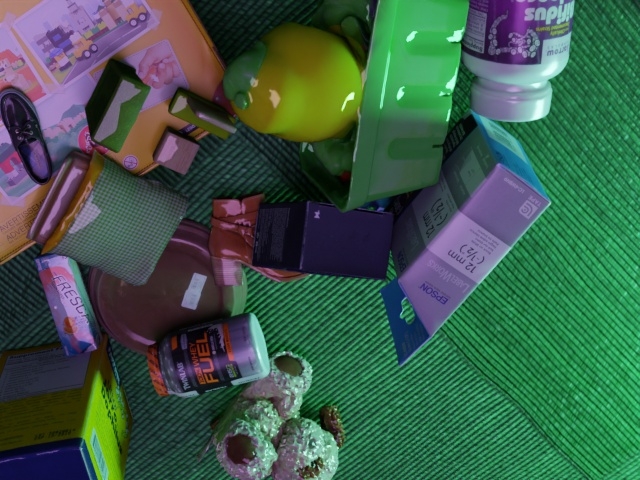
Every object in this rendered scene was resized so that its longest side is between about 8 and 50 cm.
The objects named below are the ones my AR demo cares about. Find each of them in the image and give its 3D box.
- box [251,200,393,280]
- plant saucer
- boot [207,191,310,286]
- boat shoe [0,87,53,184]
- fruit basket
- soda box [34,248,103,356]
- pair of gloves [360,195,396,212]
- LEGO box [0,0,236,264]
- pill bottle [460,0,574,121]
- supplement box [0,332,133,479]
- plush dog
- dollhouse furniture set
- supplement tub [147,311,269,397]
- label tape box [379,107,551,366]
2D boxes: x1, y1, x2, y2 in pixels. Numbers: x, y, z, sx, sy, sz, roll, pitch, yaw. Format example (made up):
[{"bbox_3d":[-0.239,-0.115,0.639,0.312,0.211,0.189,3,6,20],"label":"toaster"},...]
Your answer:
[{"bbox_3d":[0.000,0.000,1.903,0.153,0.207,0.108,8,87,-23],"label":"box"},{"bbox_3d":[-0.264,0.090,2.060,0.277,0.041,0.278,-1,115,-3],"label":"plant saucer"},{"bbox_3d":[-0.091,-0.006,2.007,0.197,0.073,0.152,-5,99,-22],"label":"boot"},{"bbox_3d":[-0.404,-0.142,1.650,0.049,0.040,0.142,-23,114,-7],"label":"boat shoe"},{"bbox_3d":[0.011,-0.238,1.761,0.392,0.283,0.392,-7,114,-17],"label":"fruit basket"},{"bbox_3d":[-0.425,0.099,2.022,0.058,0.063,0.183,-14,104,3],"label":"soda box"},{"bbox_3d":[0.093,-0.122,1.985,0.159,0.023,0.198,-5,116,1],"label":"pair of gloves"},{"bbox_3d":[-0.414,-0.237,1.742,0.500,0.193,0.372,-32,114,-3],"label":"LEGO box"},{"bbox_3d":[0.298,-0.340,1.806,0.169,0.169,0.302,-1,116,-3],"label":"pill bottle"},{"bbox_3d":[-0.442,0.335,1.991,0.194,0.356,0.195,-10,115,2],"label":"supplement box"},{"bbox_3d":[-0.071,0.364,2.128,0.225,0.262,0.210,36,143,-9],"label":"plush dog"},{"bbox_3d":[-0.260,-0.070,1.657,0.197,0.151,0.301,24,102,-23],"label":"dollhouse furniture set"},{"bbox_3d":[-0.190,0.198,2.030,0.190,0.117,0.117,-15,116,3],"label":"supplement tub"},{"bbox_3d":[0.182,-0.010,1.859,0.115,0.249,0.348,35,109,-18],"label":"label tape box"}]
